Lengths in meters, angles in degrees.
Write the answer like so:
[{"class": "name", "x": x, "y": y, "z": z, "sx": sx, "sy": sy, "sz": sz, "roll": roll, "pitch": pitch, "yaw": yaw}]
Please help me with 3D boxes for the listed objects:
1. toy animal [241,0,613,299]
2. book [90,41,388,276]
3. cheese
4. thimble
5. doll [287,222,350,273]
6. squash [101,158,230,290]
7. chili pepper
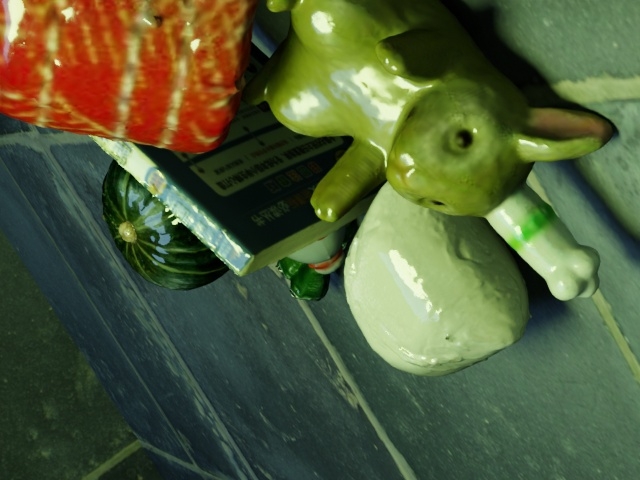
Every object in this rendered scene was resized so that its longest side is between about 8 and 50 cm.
[{"class": "toy animal", "x": 0.091, "y": -0.099, "z": 1.469, "sx": 0.363, "sy": 0.180, "sz": 0.181, "roll": 48, "pitch": 139, "yaw": 27}, {"class": "book", "x": -0.142, "y": -0.153, "z": 1.768, "sx": 0.428, "sy": 0.300, "sz": 0.039, "roll": 43, "pitch": 123, "yaw": 14}, {"class": "cheese", "x": 0.110, "y": 0.040, "z": 1.714, "sx": 0.198, "sy": 0.154, "sz": 0.189, "roll": 56, "pitch": 144, "yaw": 8}, {"class": "thimble", "x": -0.169, "y": -0.260, "z": 1.545, "sx": 0.350, "sy": 0.231, "sz": 0.350, "roll": -173, "pitch": 90, "yaw": -80}, {"class": "doll", "x": -0.037, "y": -0.060, "z": 1.925, "sx": 0.199, "sy": 0.105, "sz": 0.336, "roll": 62, "pitch": 177, "yaw": -19}, {"class": "squash", "x": -0.189, "y": -0.042, "z": 2.272, "sx": 0.218, "sy": 0.172, "sz": 0.218, "roll": 50, "pitch": 157, "yaw": 30}, {"class": "chili pepper", "x": 0.000, "y": 0.000, "z": 2.074, "sx": 0.088, "sy": 0.059, "sz": 0.227, "roll": 62, "pitch": 160, "yaw": 13}]
